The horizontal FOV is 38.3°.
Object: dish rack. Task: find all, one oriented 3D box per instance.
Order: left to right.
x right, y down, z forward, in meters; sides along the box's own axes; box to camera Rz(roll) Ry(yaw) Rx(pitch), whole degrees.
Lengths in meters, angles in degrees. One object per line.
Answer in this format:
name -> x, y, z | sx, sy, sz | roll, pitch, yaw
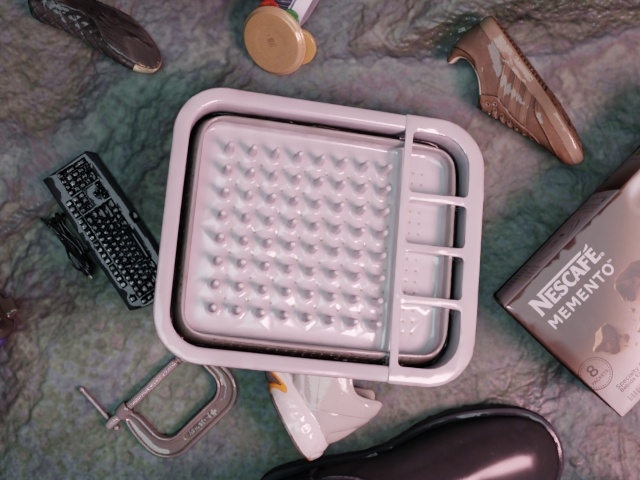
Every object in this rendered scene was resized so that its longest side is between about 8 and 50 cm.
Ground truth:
dish rack -> 0.000, 0.000, 0.969 | 0.333, 0.072, 0.285 | 7, 80, -13

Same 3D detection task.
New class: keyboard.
keyboard -> -0.255, -0.002, 1.068 | 0.100, 0.038, 0.192 | -35, 88, 7

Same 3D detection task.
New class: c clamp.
c clamp -> -0.183, 0.181, 1.077 | 0.161, 0.022, 0.137 | -38, 88, 7

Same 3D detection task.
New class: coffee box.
coffee box -> 0.346, 0.014, 0.965 | 0.168, 0.119, 0.297 | 44, 96, 1

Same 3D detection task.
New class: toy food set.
toy food set -> -0.050, -0.224, 1.026 | 0.083, 0.020, 0.082 | -23, 107, 41

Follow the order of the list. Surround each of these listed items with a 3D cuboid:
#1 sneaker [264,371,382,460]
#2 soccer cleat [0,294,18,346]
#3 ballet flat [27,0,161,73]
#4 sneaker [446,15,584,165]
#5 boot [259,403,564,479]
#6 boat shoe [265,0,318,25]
sneaker -> -0.023, 0.104, 1.031 | 0.121, 0.099, 0.262 | -26, 95, -4
soccer cleat -> -0.476, 0.025, 1.066 | 0.121, 0.093, 0.289 | -40, 88, 13
ballet flat -> -0.257, -0.243, 1.060 | 0.173, 0.049, 0.057 | 33, 53, 2
sneaker -> 0.213, -0.151, 1.008 | 0.071, 0.066, 0.188 | -35, 83, 23
boot -> 0.074, 0.297, 0.843 | 0.367, 0.445, 0.146 | -19, 91, 7
boat shoe -> -0.009, -0.334, 1.011 | 0.083, 0.065, 0.183 | 33, 98, -1
